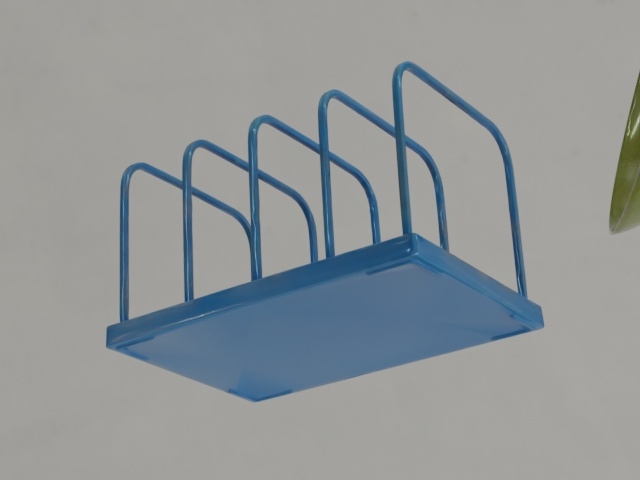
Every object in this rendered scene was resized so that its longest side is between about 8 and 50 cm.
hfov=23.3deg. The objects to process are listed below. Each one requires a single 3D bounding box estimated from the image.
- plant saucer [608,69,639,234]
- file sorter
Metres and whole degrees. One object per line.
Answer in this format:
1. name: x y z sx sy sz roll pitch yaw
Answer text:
1. plant saucer: 0.269 -0.117 1.195 0.037 0.241 0.241 13 52 5
2. file sorter: 0.000 0.000 0.745 0.118 0.170 0.104 29 51 -50
